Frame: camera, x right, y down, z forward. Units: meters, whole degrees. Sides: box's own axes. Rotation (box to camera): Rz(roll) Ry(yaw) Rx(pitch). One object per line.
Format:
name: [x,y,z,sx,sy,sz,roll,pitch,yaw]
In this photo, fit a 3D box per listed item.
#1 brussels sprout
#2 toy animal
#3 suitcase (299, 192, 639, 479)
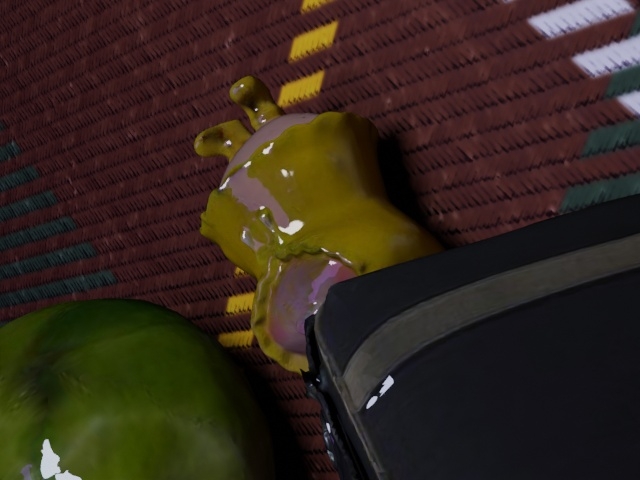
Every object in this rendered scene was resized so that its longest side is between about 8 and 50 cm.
brussels sprout: [-0.177,0.208,1.250,0.344,0.268,0.344,-17,59,31]
toy animal: [0.003,-0.003,1.059,0.230,0.156,0.156,55,142,14]
suitcase: [0.167,0.133,0.634,0.434,0.283,0.194,-117,15,-53]
